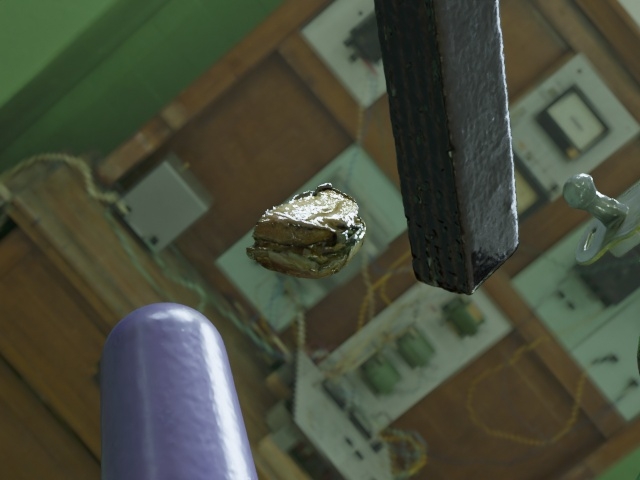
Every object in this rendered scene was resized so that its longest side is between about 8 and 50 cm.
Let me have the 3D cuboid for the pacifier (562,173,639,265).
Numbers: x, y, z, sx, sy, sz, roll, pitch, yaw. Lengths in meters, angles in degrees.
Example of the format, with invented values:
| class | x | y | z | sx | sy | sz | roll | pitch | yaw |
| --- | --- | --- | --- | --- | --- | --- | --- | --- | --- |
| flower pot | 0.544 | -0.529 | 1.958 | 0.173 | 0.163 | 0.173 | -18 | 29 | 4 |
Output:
| class | x | y | z | sx | sy | sz | roll | pitch | yaw |
| --- | --- | --- | --- | --- | --- | --- | --- | --- | --- |
| pacifier | 0.187 | -0.024 | 0.809 | 0.064 | 0.083 | 0.068 | 36 | 46 | -12 |

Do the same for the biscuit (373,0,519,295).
| class | x | y | z | sx | sy | sz | roll | pitch | yaw |
| --- | --- | --- | --- | --- | --- | --- | --- | --- | --- |
| biscuit | 0.124 | -0.131 | 1.181 | 0.073 | 0.107 | 0.388 | 16 | -49 | 37 |

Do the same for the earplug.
| class | x | y | z | sx | sy | sz | roll | pitch | yaw |
| --- | --- | --- | --- | --- | --- | --- | --- | --- | --- |
| earplug | -0.185 | 0.274 | 1.562 | 0.215 | 0.215 | 0.456 | 42 | 24 | -44 |

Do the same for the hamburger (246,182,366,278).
| class | x | y | z | sx | sy | sz | roll | pitch | yaw |
| --- | --- | --- | --- | --- | --- | --- | --- | --- | --- |
| hamburger | 0.002 | 0.004 | 1.433 | 0.102 | 0.087 | 0.176 | 28 | 29 | 26 |

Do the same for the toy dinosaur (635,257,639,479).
| class | x | y | z | sx | sy | sz | roll | pitch | yaw |
| --- | --- | --- | --- | --- | --- | --- | --- | --- | --- |
| toy dinosaur | 0.436 | 0.162 | 1.689 | 0.144 | 0.500 | 0.374 | 48 | -7 | -19 |
